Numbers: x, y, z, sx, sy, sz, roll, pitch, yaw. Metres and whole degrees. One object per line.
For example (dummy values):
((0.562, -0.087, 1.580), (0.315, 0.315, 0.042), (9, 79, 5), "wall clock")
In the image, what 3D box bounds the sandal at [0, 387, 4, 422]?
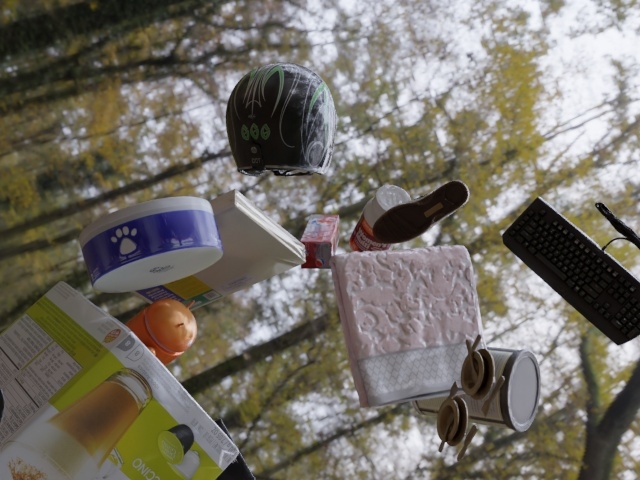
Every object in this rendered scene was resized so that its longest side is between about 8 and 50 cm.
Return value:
((-0.540, 0.163, 0.841), (0.107, 0.446, 0.167), (-20, -119, 58), "sandal")

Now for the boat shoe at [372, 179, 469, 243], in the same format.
((0.253, -0.065, 2.128), (0.095, 0.257, 0.095), (66, 12, 1), "boat shoe")

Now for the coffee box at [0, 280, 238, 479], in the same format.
((-0.417, 0.330, 1.479), (0.338, 0.334, 0.337), (20, -31, 53), "coffee box")

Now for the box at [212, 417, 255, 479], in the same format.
((-0.314, 0.656, 2.197), (0.295, 0.293, 0.073), (62, -16, -2), "box")

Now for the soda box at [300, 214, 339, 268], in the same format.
((0.000, 0.000, 2.476), (0.263, 0.092, 0.083), (-73, 163, -71), "soda box")

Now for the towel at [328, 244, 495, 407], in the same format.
((0.194, 0.167, 1.745), (0.053, 0.332, 0.317), (-33, -115, 57), "towel")

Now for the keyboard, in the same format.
((0.522, 0.029, 1.625), (0.317, 0.201, 0.033), (44, 1, 20), "keyboard")

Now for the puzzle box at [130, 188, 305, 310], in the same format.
((-0.276, 0.042, 1.984), (0.272, 0.409, 0.052), (40, 36, -45), "puzzle box")

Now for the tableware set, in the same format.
((0.240, 0.268, 1.466), (0.128, 0.039, 0.194), (-108, -145, -59), "tableware set")

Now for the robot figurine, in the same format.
((-0.352, 0.208, 1.816), (0.219, 0.158, 0.128), (-37, -115, 24), "robot figurine")

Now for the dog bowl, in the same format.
((-0.328, 0.012, 1.673), (0.265, 0.265, 0.104), (-43, -118, 63), "dog bowl")

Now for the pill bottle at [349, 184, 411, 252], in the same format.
((0.164, -0.045, 2.336), (0.121, 0.121, 0.221), (55, -32, 23), "pill bottle")

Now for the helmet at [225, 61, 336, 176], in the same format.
((-0.056, -0.175, 1.226), (0.169, 0.169, 0.161), (-1, -93, 62), "helmet")

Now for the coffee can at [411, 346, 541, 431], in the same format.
((0.393, 0.366, 2.184), (0.275, 0.201, 0.201), (2, -66, 37), "coffee can")
